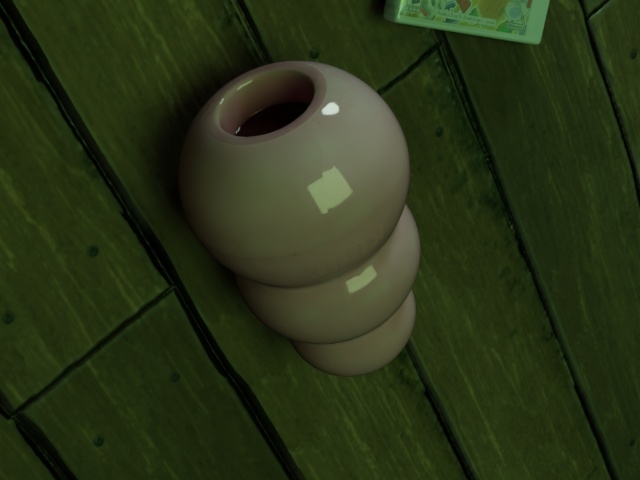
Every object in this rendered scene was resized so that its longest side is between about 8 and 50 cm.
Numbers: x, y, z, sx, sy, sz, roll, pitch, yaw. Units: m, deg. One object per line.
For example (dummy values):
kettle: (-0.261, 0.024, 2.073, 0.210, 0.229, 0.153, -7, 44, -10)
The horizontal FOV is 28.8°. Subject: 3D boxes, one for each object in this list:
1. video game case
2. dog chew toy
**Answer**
video game case: (0.168, -0.310, 1.253, 0.227, 0.026, 0.206, 0, 107, -42)
dog chew toy: (0.000, 0.000, 1.151, 0.206, 0.206, 0.332, -39, 133, -19)
